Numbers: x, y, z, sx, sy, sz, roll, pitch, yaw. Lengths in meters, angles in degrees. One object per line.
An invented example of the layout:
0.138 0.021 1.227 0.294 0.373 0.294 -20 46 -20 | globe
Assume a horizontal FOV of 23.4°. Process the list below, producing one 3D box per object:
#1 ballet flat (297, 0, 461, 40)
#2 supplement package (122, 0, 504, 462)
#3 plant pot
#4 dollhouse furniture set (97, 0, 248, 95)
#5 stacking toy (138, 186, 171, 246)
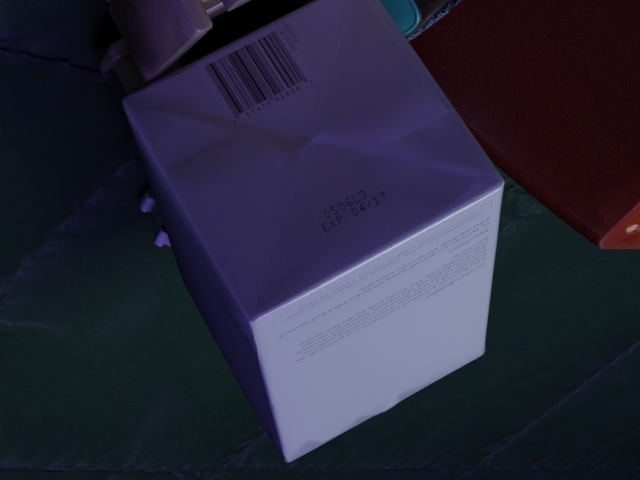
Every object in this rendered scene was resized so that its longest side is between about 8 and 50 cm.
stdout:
0.069 -0.177 1.031 0.188 0.070 0.070 -19 160 33 | ballet flat
0.000 0.000 1.046 0.178 0.175 0.293 -28 157 -10 | supplement package
0.246 -0.137 1.081 0.267 0.235 0.267 0 143 -41 | plant pot
0.005 -0.252 0.885 0.303 0.173 0.355 -31 -175 -19 | dollhouse furniture set
-0.016 -0.070 1.171 0.221 0.052 0.167 -6 147 -35 | stacking toy
